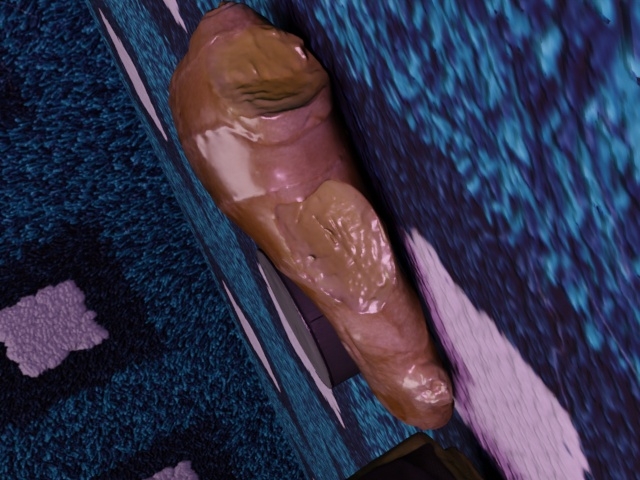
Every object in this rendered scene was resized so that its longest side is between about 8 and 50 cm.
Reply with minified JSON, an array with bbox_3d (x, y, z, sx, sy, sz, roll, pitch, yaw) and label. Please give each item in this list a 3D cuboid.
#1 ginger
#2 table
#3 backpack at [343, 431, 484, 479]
[{"bbox_3d":[0.000,0.000,0.758,0.131,0.086,0.294,6,131,54],"label":"ginger"},{"bbox_3d":[-0.005,0.057,1.106,0.133,0.043,0.133,60,172,15],"label":"table"},{"bbox_3d":[0.094,0.253,0.776,0.253,0.140,0.207,51,168,51],"label":"backpack"}]
